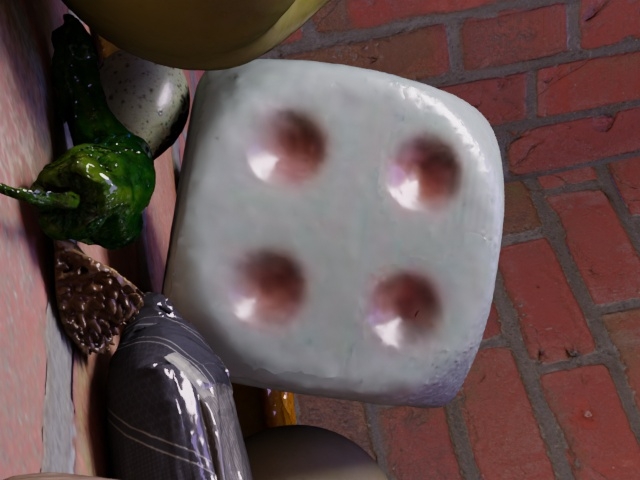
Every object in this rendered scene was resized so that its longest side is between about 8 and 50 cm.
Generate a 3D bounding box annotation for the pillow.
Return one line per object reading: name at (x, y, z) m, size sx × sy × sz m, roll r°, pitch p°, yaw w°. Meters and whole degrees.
pillow at (-0.085, 0.193, 0.761) m, size 0.161 × 0.093 × 0.335 m, roll 98°, pitch -19°, yaw -73°

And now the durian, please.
durian at (-0.151, 0.039, 0.735) m, size 0.066 × 0.052 × 0.130 m, roll 39°, pitch -15°, yaw 13°

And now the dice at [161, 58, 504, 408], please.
dice at (0.000, 0.000, 1.013) m, size 0.265 × 0.263 × 0.268 m, roll 152°, pitch -53°, yaw -79°

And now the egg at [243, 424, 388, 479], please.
egg at (-0.024, 0.263, 1.032) m, size 0.253 × 0.189 × 0.188 m, roll 108°, pitch -28°, yaw -70°

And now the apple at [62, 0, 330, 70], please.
apple at (-0.083, -0.267, 0.791) m, size 0.254 × 0.292 × 0.292 m, roll 36°, pitch -9°, yaw 10°

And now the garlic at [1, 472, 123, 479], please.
garlic at (-0.057, 0.229, 0.327) m, size 0.196 × 0.151 × 0.338 m, roll 108°, pitch -26°, yaw -63°

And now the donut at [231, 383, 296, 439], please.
donut at (-0.088, 0.157, 1.281) m, size 0.303 × 0.110 × 0.302 m, roll -9°, pitch 90°, yaw -90°

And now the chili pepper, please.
chili pepper at (-0.147, -0.055, 0.739) m, size 0.122 × 0.065 × 0.279 m, roll 53°, pitch 7°, yaw -26°

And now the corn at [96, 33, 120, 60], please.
corn at (-0.187, -0.271, 1.082) m, size 0.086 × 0.087 × 0.288 m, roll 80°, pitch -1°, yaw -80°

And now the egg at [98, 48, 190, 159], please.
egg at (-0.150, -0.110, 0.944) m, size 0.085 × 0.085 × 0.110 m, roll 79°, pitch 4°, yaw -52°

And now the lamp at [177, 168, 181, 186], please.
lamp at (-0.117, -0.057, 1.524) m, size 0.156 × 0.135 × 0.157 m, roll -130°, pitch -153°, yaw -89°
